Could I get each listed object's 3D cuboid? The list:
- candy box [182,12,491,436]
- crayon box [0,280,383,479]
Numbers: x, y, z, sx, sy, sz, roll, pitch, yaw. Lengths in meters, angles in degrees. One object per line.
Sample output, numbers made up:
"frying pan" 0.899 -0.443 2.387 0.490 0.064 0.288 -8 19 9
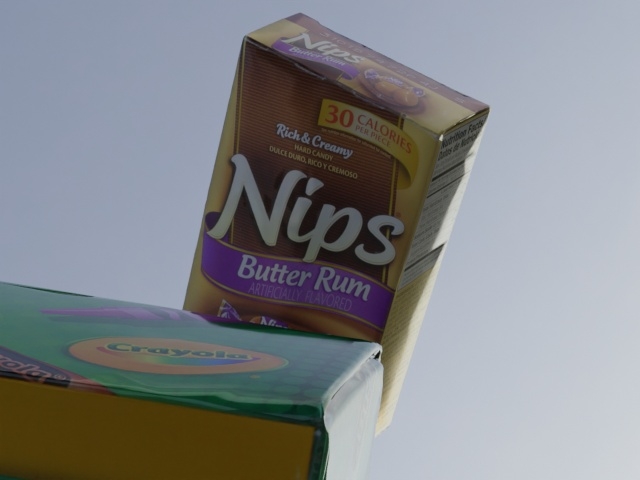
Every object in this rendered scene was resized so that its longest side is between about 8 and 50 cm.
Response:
"candy box" 0.000 0.000 0.827 0.053 0.109 0.186 -31 -38 -52
"crayon box" -0.087 0.150 0.388 0.081 0.165 0.278 -28 -54 -78
